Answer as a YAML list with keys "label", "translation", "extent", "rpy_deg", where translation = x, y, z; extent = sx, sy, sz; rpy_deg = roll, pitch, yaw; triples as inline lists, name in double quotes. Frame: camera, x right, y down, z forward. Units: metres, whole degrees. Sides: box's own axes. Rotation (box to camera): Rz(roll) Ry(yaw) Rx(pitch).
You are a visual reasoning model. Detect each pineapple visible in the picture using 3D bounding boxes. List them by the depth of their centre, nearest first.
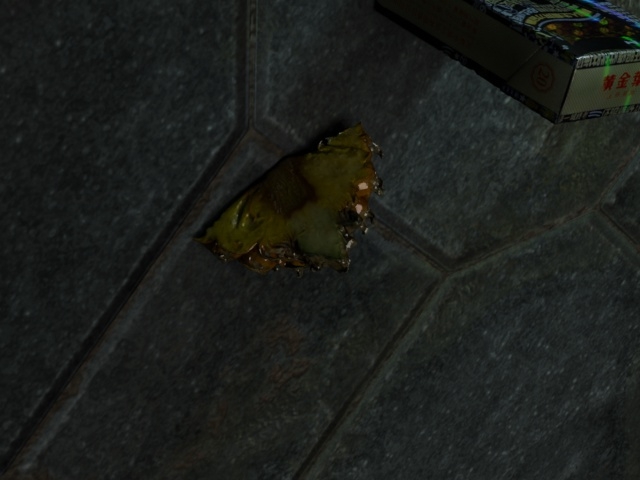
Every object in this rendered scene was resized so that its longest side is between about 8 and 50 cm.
- label: "pineapple"
  translation: [0.004, -0.004, 1.883]
  extent: [0.250, 0.164, 0.140]
  rpy_deg: [-42, 147, -19]

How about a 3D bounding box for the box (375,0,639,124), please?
- label: "box"
  translation: [0.238, -0.245, 1.813]
  extent: [0.198, 0.310, 0.084]
  rpy_deg: [-11, 127, -40]
